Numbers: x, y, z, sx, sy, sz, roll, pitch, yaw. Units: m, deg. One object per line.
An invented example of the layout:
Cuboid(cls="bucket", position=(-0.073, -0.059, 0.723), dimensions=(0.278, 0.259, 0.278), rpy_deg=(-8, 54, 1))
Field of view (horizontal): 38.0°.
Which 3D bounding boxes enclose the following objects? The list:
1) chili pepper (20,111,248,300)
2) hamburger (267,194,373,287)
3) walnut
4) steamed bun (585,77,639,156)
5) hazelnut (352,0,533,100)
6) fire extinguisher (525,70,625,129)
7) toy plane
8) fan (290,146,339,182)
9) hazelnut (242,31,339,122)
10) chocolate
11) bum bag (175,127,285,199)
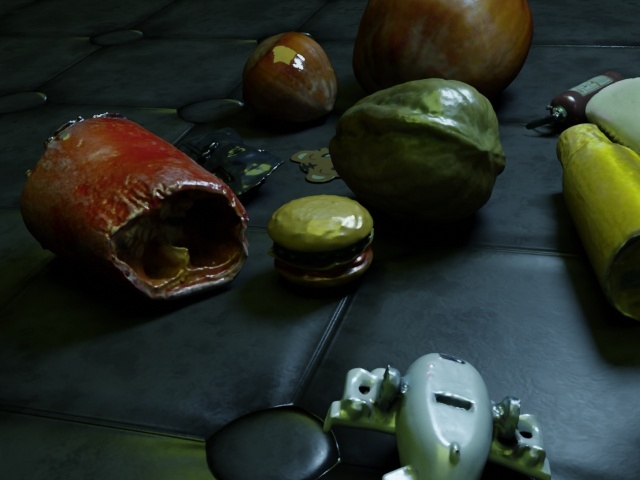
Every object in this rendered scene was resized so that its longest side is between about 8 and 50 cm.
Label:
Cuboid(cls="chili pepper", position=(-0.278, -0.051, 1.389), dimensions=(0.251, 0.229, 0.305), rpy_deg=(-9, 24, -43))
Cuboid(cls="hamburger", position=(0.000, 0.000, 1.359), dimensions=(0.162, 0.115, 0.162), rpy_deg=(-3, 27, 1))
Cuboid(cls="walnut", position=(0.156, -0.140, 1.480), dimensions=(0.283, 0.227, 0.283), rpy_deg=(16, -8, 2))
Cuboid(cls="steamed bun", position=(0.558, -0.182, 1.516), dimensions=(0.153, 0.170, 0.238), rpy_deg=(-41, 34, 10))
Cuboid(cls="hazelnut", position=(0.240, -0.421, 1.901), dimensions=(0.366, 0.365, 0.365), rpy_deg=(-4, 29, 2))
Cuboid(cls="fire extinguisher", position=(0.495, -0.262, 1.815), dimensions=(0.231, 0.071, 0.099), rpy_deg=(-27, 8, -32))
Cuboid(cls="toy plane", position=(0.124, 0.210, 0.971), dimensions=(0.245, 0.117, 0.244), rpy_deg=(11, 28, -6))
Cuboid(cls="fan", position=(0.066, -0.156, 1.741), dimensions=(0.227, 0.008, 0.152), rpy_deg=(-12, 29, -11))
Cuboid(cls="hazelnut", position=(-0.058, -0.329, 1.911), dimensions=(0.215, 0.176, 0.214), rpy_deg=(11, 48, -12))
Cuboid(cls="chocolate", position=(0.442, -0.057, 1.351), dimensions=(0.162, 0.162, 0.445), rpy_deg=(-3, 29, 3))
Cuboid(cls="bum bag", position=(-0.174, -0.147, 1.700), dimensions=(0.137, 0.074, 0.310), rpy_deg=(-28, 35, -19))
